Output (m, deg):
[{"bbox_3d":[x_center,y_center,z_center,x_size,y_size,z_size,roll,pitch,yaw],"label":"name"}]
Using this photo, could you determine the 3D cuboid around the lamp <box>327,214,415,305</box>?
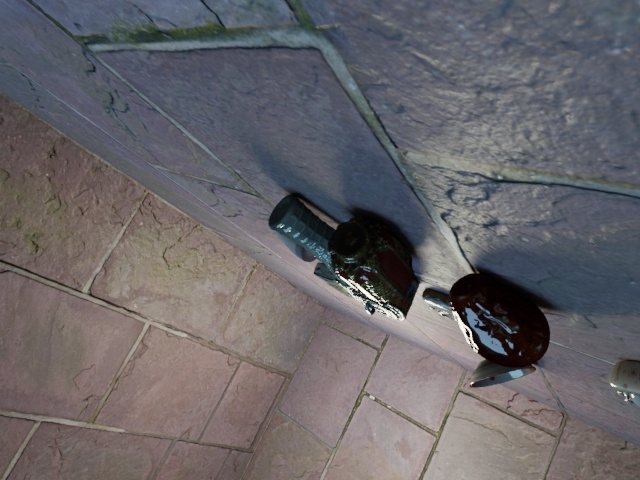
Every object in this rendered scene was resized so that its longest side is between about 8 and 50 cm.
[{"bbox_3d":[0.130,0.053,1.147,0.177,0.177,0.274,19,164,37],"label":"lamp"}]

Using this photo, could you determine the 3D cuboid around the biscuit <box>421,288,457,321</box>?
[{"bbox_3d":[0.431,0.229,1.512,0.180,0.049,0.208,18,163,44],"label":"biscuit"}]

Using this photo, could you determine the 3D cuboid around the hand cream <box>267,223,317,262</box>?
[{"bbox_3d":[-0.100,0.002,1.690,0.133,0.083,0.247,38,174,-35],"label":"hand cream"}]

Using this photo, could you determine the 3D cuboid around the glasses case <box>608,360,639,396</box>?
[{"bbox_3d":[0.775,0.331,1.087,0.051,0.081,0.204,31,167,-7],"label":"glasses case"}]

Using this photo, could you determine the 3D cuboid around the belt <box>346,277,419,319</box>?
[{"bbox_3d":[0.194,0.161,1.469,0.206,0.161,0.295,24,169,17],"label":"belt"}]

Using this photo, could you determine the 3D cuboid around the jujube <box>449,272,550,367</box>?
[{"bbox_3d":[0.418,0.186,1.093,0.255,0.190,0.190,48,163,-14],"label":"jujube"}]

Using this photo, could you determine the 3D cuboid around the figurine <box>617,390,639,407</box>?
[{"bbox_3d":[0.837,0.389,1.184,0.147,0.093,0.197,47,-176,20],"label":"figurine"}]

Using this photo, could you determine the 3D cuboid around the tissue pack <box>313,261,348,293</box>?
[{"bbox_3d":[0.102,0.185,2.009,0.235,0.073,0.173,35,167,-33],"label":"tissue pack"}]

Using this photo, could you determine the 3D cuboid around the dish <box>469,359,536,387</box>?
[{"bbox_3d":[0.705,0.505,1.822,0.260,0.086,0.260,-10,151,-5],"label":"dish"}]

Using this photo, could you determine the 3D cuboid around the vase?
[{"bbox_3d":[0.000,0.000,1.284,0.298,0.143,0.143,36,166,-25],"label":"vase"}]
